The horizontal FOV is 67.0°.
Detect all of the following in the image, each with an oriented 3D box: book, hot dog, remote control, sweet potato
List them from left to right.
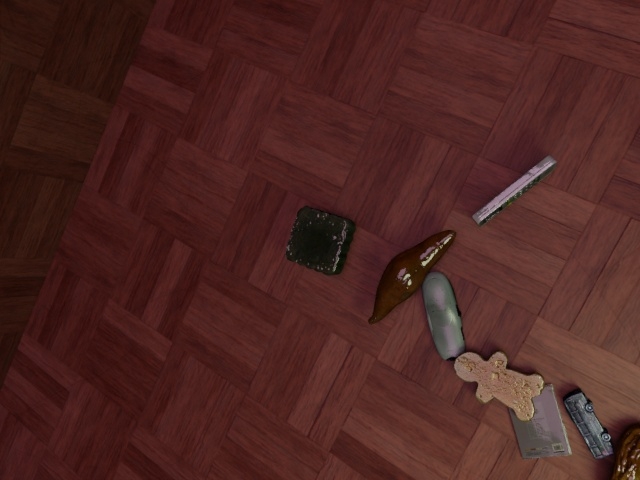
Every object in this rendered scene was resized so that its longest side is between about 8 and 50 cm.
[{"bbox_3d":[0.242,0.096,1.388,0.112,0.112,0.359,38,99,18],"label":"sweet potato"},{"bbox_3d":[0.349,0.215,1.374,0.097,0.045,0.256,-17,84,20],"label":"remote control"},{"bbox_3d":[0.517,-0.129,1.296,0.250,0.103,0.034,-40,72,14],"label":"remote control"},{"bbox_3d":[0.578,0.485,1.288,0.127,0.014,0.182,-17,82,19],"label":"book"},{"bbox_3d":[0.786,0.585,1.150,0.175,0.114,0.259,14,92,18],"label":"hot dog"}]

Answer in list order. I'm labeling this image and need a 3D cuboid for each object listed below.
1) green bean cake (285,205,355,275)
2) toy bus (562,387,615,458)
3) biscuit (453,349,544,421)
[{"bbox_3d":[0.000,0.000,1.492,0.185,0.094,0.184,18,94,21],"label":"green bean cake"},{"bbox_3d":[0.683,0.466,1.232,0.065,0.047,0.166,-30,78,21],"label":"toy bus"},{"bbox_3d":[0.475,0.374,1.306,0.234,0.030,0.153,22,93,18],"label":"biscuit"}]
